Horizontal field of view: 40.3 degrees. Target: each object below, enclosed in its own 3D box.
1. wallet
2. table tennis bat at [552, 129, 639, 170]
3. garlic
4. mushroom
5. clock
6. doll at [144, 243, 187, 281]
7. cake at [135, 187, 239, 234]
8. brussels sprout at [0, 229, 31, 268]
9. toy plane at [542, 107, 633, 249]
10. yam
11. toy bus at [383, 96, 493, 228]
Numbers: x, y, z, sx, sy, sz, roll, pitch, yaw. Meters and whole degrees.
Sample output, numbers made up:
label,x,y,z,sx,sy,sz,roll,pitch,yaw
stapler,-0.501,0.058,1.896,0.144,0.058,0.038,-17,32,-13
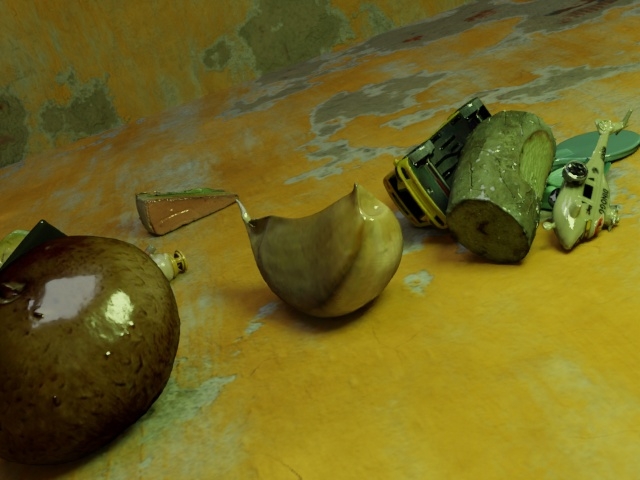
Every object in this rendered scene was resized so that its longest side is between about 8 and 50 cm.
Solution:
label,x,y,z,sx,sy,sz,roll,pitch,yaw
wallet,-0.475,0.082,1.335,0.025,0.124,0.244,34,82,17
table tennis bat,0.466,-0.158,1.589,0.237,0.038,0.149,-18,22,-8
garlic,-0.004,0.014,1.360,0.151,0.196,0.338,-17,9,-36
mushroom,-0.366,0.176,1.263,0.334,0.356,0.331,34,55,25
clock,0.424,-0.095,1.455,0.135,0.041,0.101,-30,24,-26
doll,-0.323,0.050,1.669,0.127,0.084,0.073,-22,19,-29
cake,-0.308,-0.071,2.015,0.225,0.090,0.109,-7,13,-24
brussels sprout,-0.621,0.050,1.847,0.152,0.149,0.122,-7,2,-12
toy plane,0.422,-0.097,1.348,0.108,0.092,0.286,19,57,8
yam,0.281,-0.088,1.368,0.154,0.154,0.254,-5,41,32
toy bus,0.225,-0.127,1.556,0.151,0.145,0.331,-31,7,42
